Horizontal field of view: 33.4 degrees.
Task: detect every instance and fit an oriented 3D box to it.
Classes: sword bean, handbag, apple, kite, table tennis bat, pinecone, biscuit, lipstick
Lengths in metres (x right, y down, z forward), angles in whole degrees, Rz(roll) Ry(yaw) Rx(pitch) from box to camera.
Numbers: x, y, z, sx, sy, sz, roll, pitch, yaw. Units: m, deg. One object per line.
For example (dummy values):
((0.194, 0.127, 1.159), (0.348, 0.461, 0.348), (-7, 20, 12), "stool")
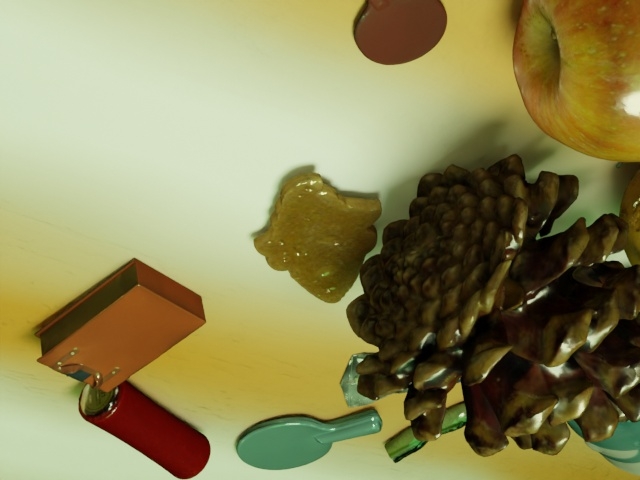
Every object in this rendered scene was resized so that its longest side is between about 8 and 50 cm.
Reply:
((0.221, 0.290, 1.731), (0.269, 0.038, 0.043), (-30, 133, 17), "sword bean")
((-0.259, 0.114, 1.370), (0.190, 0.063, 0.127), (-36, 136, 20), "handbag")
((0.323, -0.199, 1.044), (0.241, 0.242, 0.242), (-10, 141, -14), "apple")
((0.151, 0.204, 1.626), (0.245, 0.015, 0.141), (-4, 141, -6), "kite")
((0.070, -0.232, 1.085), (0.098, 0.019, 0.154), (-28, 141, 18), "table tennis bat")
((0.241, 0.103, 1.246), (0.384, 0.384, 0.384), (-8, 140, -7), "pinecone")
((0.000, 0.000, 1.326), (0.162, 0.035, 0.250), (-9, 140, 2), "biscuit")
((-0.017, 0.313, 1.693), (0.237, 0.038, 0.149), (-17, 139, 10), "table tennis bat")
((-0.250, 0.270, 1.540), (0.080, 0.080, 0.241), (-26, 138, 14), "lipstick")

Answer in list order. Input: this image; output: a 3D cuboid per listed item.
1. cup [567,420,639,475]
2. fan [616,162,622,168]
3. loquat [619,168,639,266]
((0.468, 0.178, 1.539), (0.290, 0.219, 0.257), (-56, 137, -5), "cup")
((0.393, -0.118, 1.322), (0.056, 0.004, 0.083), (8, 136, -25), "fan")
((0.479, -0.019, 1.290), (0.235, 0.235, 0.235), (-8, 140, -7), "loquat")
